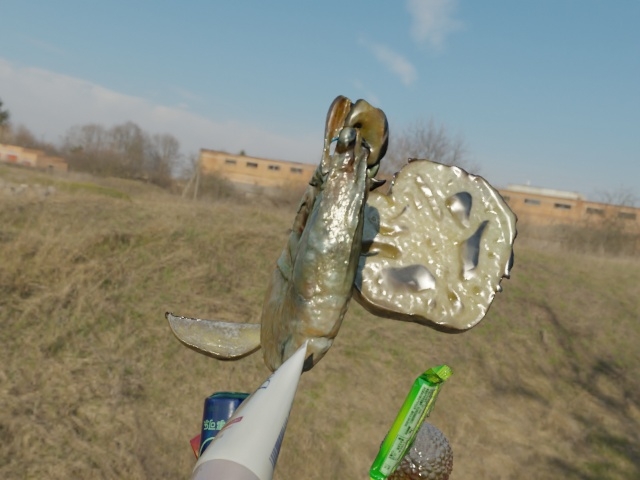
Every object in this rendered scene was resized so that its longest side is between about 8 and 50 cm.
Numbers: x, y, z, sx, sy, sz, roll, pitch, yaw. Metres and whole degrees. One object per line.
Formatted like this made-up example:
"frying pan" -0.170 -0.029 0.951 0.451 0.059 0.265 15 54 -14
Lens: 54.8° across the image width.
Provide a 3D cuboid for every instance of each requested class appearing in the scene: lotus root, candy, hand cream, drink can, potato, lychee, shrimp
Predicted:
"lotus root" 0.222 0.016 1.292 0.390 0.375 0.111 -22 -17 -8
"candy" 0.116 0.246 0.822 0.032 0.178 0.102 30 9 24
"hand cream" -0.078 0.221 0.720 0.083 0.133 0.248 40 26 -9
"drink can" -0.165 0.385 1.130 0.118 0.205 0.118 2 -20 1
"potato" -0.247 0.252 1.483 0.261 0.100 0.120 6 -36 -7
"lychee" 0.210 0.474 1.353 0.165 0.165 0.197 10 -6 21
"shrimp" 0.000 0.000 0.961 0.109 0.446 0.221 16 9 -25

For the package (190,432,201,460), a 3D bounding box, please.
"package" -0.331 0.642 1.824 0.022 0.083 0.200 45 4 -41
